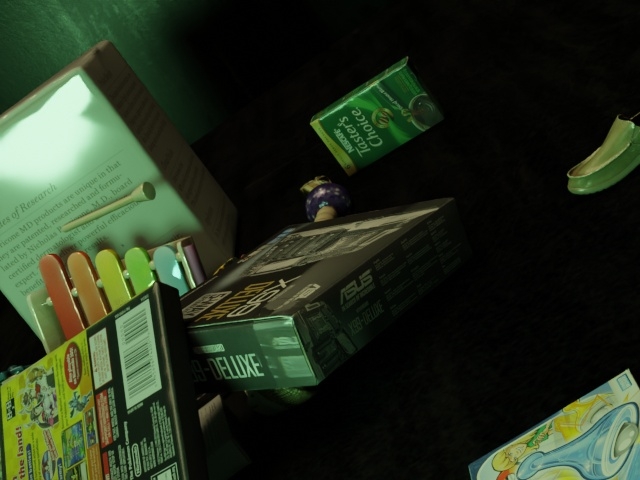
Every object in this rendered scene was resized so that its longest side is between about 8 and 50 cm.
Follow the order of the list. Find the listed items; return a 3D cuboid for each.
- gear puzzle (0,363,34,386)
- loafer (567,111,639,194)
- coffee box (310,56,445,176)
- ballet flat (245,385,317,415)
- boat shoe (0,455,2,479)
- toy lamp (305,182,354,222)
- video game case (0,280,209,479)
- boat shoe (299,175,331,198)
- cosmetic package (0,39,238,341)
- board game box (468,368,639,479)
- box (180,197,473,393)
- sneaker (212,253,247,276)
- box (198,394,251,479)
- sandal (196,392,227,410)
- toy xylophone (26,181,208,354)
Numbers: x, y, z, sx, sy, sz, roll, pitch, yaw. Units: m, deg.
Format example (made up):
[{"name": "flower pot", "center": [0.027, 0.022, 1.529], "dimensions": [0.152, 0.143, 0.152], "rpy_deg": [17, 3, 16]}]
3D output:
[{"name": "gear puzzle", "center": [-0.406, 0.205, 1.743], "dimensions": [0.175, 0.044, 0.339], "rpy_deg": [-29, -12, 9]}, {"name": "loafer", "center": [0.311, -0.101, 1.297], "dimensions": [0.148, 0.050, 0.056], "rpy_deg": [-34, 14, 7]}, {"name": "coffee box", "center": [0.089, -0.190, 1.970], "dimensions": [0.184, 0.113, 0.040], "rpy_deg": [-29, 19, 21]}, {"name": "ballet flat", "center": [-0.050, 0.150, 1.348], "dimensions": [0.067, 0.073, 0.206], "rpy_deg": [-63, 11, 4]}, {"name": "boat shoe", "center": [-0.412, 0.275, 1.658], "dimensions": [0.341, 0.110, 0.121], "rpy_deg": [-33, 15, 10]}, {"name": "toy lamp", "center": [0.000, 0.000, 1.648], "dimensions": [0.080, 0.080, 0.275], "rpy_deg": [-31, 15, 19]}, {"name": "video game case", "center": [-0.212, 0.212, 1.207], "dimensions": [0.248, 0.035, 0.275], "rpy_deg": [-32, 54, 28]}, {"name": "boat shoe", "center": [0.006, -0.073, 1.907], "dimensions": [0.048, 0.056, 0.153], "rpy_deg": [-42, 7, -3]}, {"name": "cosmetic package", "center": [-0.377, -0.066, 2.082], "dimensions": [0.327, 0.394, 0.329], "rpy_deg": [-34, 14, 8]}, {"name": "board game box", "center": [0.169, 0.169, 0.808], "dimensions": [0.136, 0.035, 0.201], "rpy_deg": [-34, 15, 10]}, {"name": "box", "center": [-0.021, 0.058, 1.321], "dimensions": [0.242, 0.076, 0.307], "rpy_deg": [-10, 16, 41]}, {"name": "sneaker", "center": [-0.154, 0.118, 1.657], "dimensions": [0.225, 0.088, 0.093], "rpy_deg": [-41, -5, -19]}, {"name": "box", "center": [-0.163, 0.249, 1.318], "dimensions": [0.186, 0.038, 0.145], "rpy_deg": [-37, 14, 0]}, {"name": "sandal", "center": [-0.173, 0.188, 1.496], "dimensions": [0.254, 0.054, 0.097], "rpy_deg": [-43, 16, -25]}, {"name": "toy xylophone", "center": [-0.293, 0.060, 1.850], "dimensions": [0.322, 0.236, 0.081], "rpy_deg": [-28, -1, 30]}]
